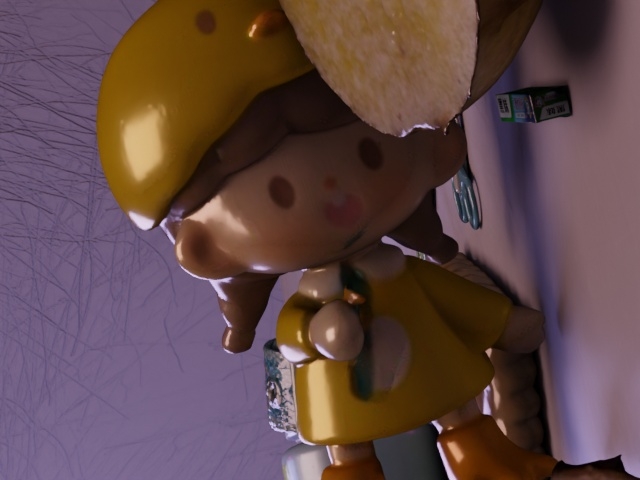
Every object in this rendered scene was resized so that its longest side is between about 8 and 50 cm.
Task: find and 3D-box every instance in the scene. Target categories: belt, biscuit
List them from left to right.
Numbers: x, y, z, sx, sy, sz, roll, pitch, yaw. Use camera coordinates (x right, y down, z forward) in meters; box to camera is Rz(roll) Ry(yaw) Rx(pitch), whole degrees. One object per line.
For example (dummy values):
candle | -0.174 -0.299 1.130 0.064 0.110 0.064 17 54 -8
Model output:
belt | 0.033 0.101 1.332 0.147 0.163 0.082 -177 81 -69
biscuit | 0.119 0.178 1.209 0.217 0.044 0.325 -118 19 -76

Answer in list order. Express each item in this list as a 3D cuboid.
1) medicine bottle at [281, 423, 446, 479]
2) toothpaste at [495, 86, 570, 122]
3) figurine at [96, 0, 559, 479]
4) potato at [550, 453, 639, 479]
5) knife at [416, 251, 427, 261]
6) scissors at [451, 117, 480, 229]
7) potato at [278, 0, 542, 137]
medicine bottle | 0.042 0.222 1.545 0.139 0.139 0.225 109 151 -78
toothpaste | 0.113 -0.072 0.948 0.083 0.020 0.017 -148 44 -82
figurine | 0.000 0.000 1.035 0.187 0.215 0.344 148 104 -73
potato | 0.145 0.200 0.638 0.098 0.138 0.243 52 -142 -44
knife | 0.072 -0.080 1.342 0.043 0.020 0.293 -111 11 -54
scissors | 0.090 -0.067 1.209 0.058 0.014 0.119 -135 32 -78
potato | 0.040 -0.206 0.863 0.299 0.116 0.239 65 161 -3
